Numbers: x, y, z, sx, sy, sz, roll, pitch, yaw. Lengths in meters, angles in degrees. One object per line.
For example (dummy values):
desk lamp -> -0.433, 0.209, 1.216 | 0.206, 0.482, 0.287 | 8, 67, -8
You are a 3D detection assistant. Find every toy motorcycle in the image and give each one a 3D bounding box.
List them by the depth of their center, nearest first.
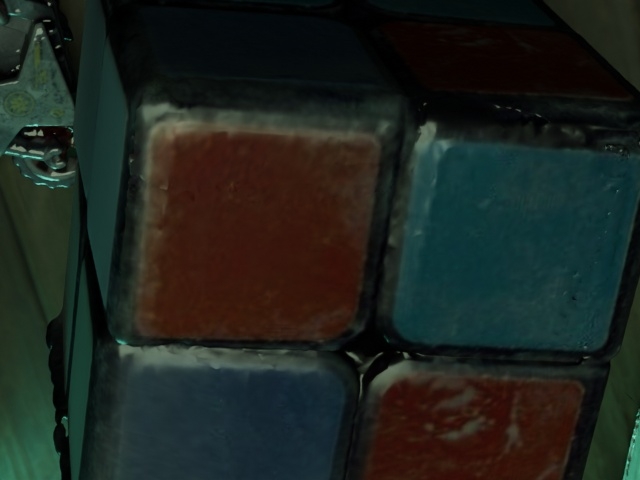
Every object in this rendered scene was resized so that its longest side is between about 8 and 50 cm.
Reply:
toy motorcycle -> -0.227, -0.129, 1.157 | 0.123, 0.080, 0.215 | -12, 122, -2

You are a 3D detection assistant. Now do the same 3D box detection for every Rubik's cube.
Rubik's cube -> 0.000, 0.000, 1.068 | 0.319, 0.316, 0.313 | 3, 115, -14

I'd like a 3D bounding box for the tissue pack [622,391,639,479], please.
tissue pack -> 0.412, 0.228, 1.252 | 0.370, 0.198, 0.210 | 7, 116, -3
